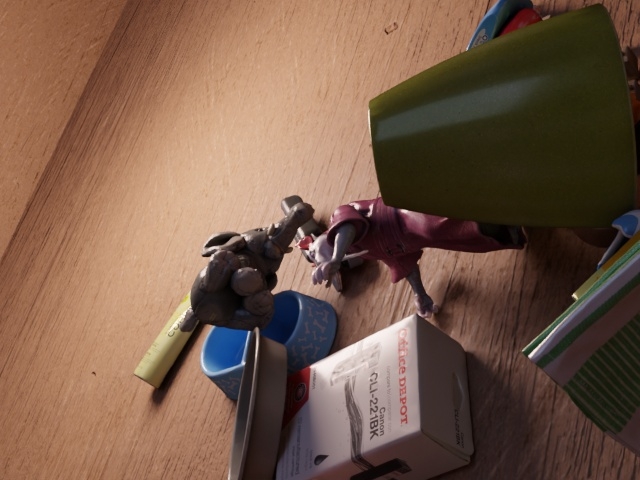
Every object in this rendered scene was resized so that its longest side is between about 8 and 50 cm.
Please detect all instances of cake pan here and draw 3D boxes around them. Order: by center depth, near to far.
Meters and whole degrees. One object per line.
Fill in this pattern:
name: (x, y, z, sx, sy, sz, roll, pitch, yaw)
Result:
cake pan: (-0.100, 0.285, 1.466, 0.293, 0.054, 0.293, -171, 90, -83)

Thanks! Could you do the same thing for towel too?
towel: (0.388, 0.130, 0.886, 0.248, 0.325, 0.038, -47, 11, 11)

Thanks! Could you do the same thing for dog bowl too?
dog bowl: (-0.103, 0.181, 1.670, 0.297, 0.074, 0.166, -22, 45, 39)

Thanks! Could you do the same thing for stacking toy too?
stacking toy: (0.362, -0.218, 1.336, 0.301, 0.165, 0.175, 29, 114, 20)

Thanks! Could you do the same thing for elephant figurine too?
elephant figurine: (-0.127, 0.044, 1.656, 0.239, 0.186, 0.169, -72, -8, -52)

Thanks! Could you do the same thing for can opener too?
can opener: (0.000, 0.000, 1.725, 0.093, 0.074, 0.280, -21, 34, -13)

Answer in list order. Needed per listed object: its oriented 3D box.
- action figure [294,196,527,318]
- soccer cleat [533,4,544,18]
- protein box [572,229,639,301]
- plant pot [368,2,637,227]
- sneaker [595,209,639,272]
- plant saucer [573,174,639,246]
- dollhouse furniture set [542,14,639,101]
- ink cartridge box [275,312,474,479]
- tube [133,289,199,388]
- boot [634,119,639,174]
action figure: (0.121, -0.037, 1.390, 0.370, 0.248, 0.276, -10, 67, 27)
soccer cleat: (0.360, -0.368, 1.597, 0.076, 0.068, 0.196, -48, 31, 4)
protein box: (0.423, 0.073, 0.994, 0.200, 0.201, 0.136, -46, 34, 12)
plant pot: (0.214, -0.133, 1.165, 0.293, 0.275, 0.275, -8, 48, 9)
sneaker: (0.355, 0.069, 1.103, 0.085, 0.086, 0.237, -112, 23, -58)
plant saucer: (0.414, -0.070, 1.294, 0.168, 0.029, 0.168, -32, 38, 30)
dollhouse furniture set: (0.390, -0.257, 1.403, 0.144, 0.123, 0.151, -21, 46, 40)
ink cartridge box: (0.073, 0.255, 1.346, 0.273, 0.114, 0.197, -30, 39, 31)
tube: (-0.297, 0.188, 1.924, 0.070, 0.062, 0.240, 28, 75, 16)
boot: (0.455, -0.145, 1.151, 0.207, 0.090, 0.248, -49, 2, 16)
